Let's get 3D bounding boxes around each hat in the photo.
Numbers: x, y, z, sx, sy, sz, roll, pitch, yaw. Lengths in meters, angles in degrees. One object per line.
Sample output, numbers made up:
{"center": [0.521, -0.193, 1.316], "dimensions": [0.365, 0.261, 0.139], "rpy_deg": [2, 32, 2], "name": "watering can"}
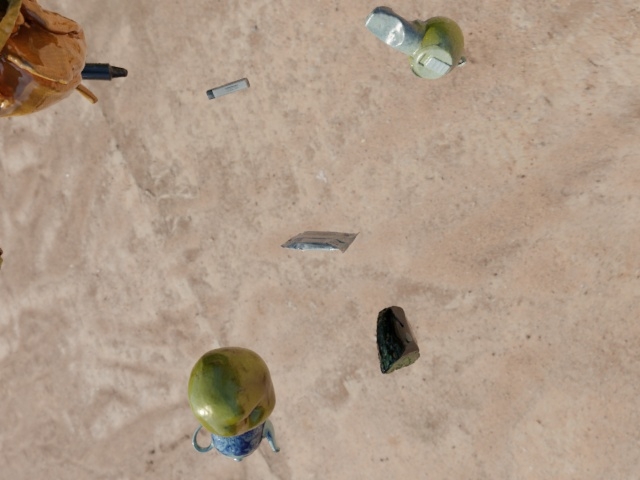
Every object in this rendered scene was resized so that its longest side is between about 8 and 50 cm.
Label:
{"center": [-0.387, -0.223, 0.719], "dimensions": [0.233, 0.233, 0.244], "rpy_deg": [36, 95, 25], "name": "hat"}

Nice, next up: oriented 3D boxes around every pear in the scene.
{"center": [-0.198, 0.328, 1.210], "dimensions": [0.199, 0.200, 0.200], "rpy_deg": [17, 115, 40], "name": "pear"}

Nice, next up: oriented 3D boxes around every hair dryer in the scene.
{"center": [-0.495, -0.305, 1.038], "dimensions": [0.070, 0.247, 0.114], "rpy_deg": [-134, 44, -62], "name": "hair dryer"}

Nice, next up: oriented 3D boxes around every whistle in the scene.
{"center": [0.194, -0.401, 1.082], "dimensions": [0.123, 0.223, 0.123], "rpy_deg": [-159, 90, -75], "name": "whistle"}

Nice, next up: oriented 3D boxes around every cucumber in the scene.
{"center": [0.207, 0.256, 1.428], "dimensions": [0.193, 0.115, 0.086], "rpy_deg": [-97, 23, -50], "name": "cucumber"}

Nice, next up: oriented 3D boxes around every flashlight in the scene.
{"center": [-0.173, -0.283, 1.022], "dimensions": [0.083, 0.018, 0.018], "rpy_deg": [-12, 121, 17], "name": "flashlight"}

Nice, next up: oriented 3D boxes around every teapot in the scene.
{"center": [-0.223, 0.516, 1.452], "dimensions": [0.159, 0.231, 0.159], "rpy_deg": [179, 90, -88], "name": "teapot"}

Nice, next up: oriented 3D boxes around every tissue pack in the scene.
{"center": [0.000, 0.000, 1.525], "dimensions": [0.192, 0.122, 0.026], "rpy_deg": [3, 111, 26], "name": "tissue pack"}

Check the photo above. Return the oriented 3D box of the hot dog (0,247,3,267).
{"center": [-0.774, 0.020, 1.163], "dimensions": [0.261, 0.123, 0.093], "rpy_deg": [6, 66, 9], "name": "hot dog"}
